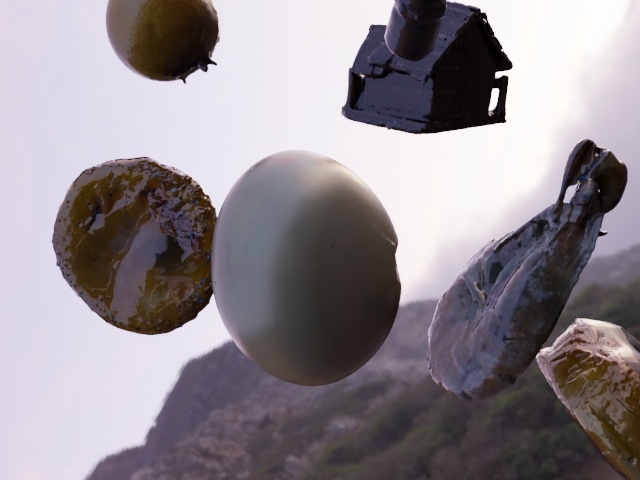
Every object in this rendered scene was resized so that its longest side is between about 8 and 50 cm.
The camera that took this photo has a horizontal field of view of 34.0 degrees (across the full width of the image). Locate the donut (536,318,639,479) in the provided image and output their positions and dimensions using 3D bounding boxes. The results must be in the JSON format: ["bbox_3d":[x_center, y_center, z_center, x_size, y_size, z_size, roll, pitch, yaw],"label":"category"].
[{"bbox_3d":[0.483,0.252,1.591,0.160,0.330,0.330,-53,-15,18],"label":"donut"}]

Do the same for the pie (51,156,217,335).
[{"bbox_3d":[-0.262,0.007,1.528,0.069,0.273,0.273,-9,-57,-85],"label":"pie"}]

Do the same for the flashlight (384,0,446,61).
[{"bbox_3d":[0.190,-0.486,1.766,0.103,0.103,0.424,-51,-16,-35],"label":"flashlight"}]

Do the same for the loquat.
[{"bbox_3d":[-0.228,-0.319,1.493,0.149,0.204,0.172,-27,-5,34],"label":"loquat"}]

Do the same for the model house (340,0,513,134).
[{"bbox_3d":[0.236,-0.402,2.317,0.297,0.317,0.282,-21,-60,-44],"label":"model house"}]

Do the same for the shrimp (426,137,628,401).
[{"bbox_3d":[0.305,0.048,1.576,0.110,0.221,0.446,23,-69,-33],"label":"shrimp"}]

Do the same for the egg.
[{"bbox_3d":[-0.015,0.032,1.183,0.219,0.219,0.269,-29,-59,-59],"label":"egg"}]
